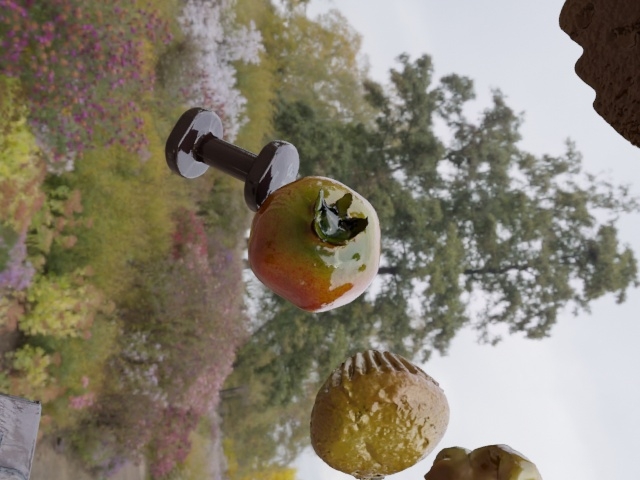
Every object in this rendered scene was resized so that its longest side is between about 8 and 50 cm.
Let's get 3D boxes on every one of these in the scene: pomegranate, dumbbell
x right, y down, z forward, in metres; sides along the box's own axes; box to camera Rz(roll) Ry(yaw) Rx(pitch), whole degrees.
[{"bbox_3d":[0.000,0.000,0.986,0.256,0.221,0.221,141,-60,-65],"label":"pomegranate"},{"bbox_3d":[-0.160,-0.147,1.120,0.140,0.225,0.124,-60,159,-8],"label":"dumbbell"}]

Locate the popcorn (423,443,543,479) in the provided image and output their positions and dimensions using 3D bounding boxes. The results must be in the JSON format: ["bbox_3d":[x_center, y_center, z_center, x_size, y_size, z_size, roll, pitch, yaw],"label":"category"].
[{"bbox_3d":[0.117,0.212,0.366,0.180,0.170,0.180,14,90,-81],"label":"popcorn"}]

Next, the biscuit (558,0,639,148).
[{"bbox_3d":[0.431,-0.272,0.837,0.278,0.043,0.301,-174,-100,-72],"label":"biscuit"}]

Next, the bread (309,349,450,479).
[{"bbox_3d":[0.095,0.280,1.003,0.139,0.240,0.240,-96,-174,-53],"label":"bread"}]

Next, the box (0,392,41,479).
[{"bbox_3d":[-0.530,0.274,0.819,0.188,0.252,0.153,-27,-131,35],"label":"box"}]
